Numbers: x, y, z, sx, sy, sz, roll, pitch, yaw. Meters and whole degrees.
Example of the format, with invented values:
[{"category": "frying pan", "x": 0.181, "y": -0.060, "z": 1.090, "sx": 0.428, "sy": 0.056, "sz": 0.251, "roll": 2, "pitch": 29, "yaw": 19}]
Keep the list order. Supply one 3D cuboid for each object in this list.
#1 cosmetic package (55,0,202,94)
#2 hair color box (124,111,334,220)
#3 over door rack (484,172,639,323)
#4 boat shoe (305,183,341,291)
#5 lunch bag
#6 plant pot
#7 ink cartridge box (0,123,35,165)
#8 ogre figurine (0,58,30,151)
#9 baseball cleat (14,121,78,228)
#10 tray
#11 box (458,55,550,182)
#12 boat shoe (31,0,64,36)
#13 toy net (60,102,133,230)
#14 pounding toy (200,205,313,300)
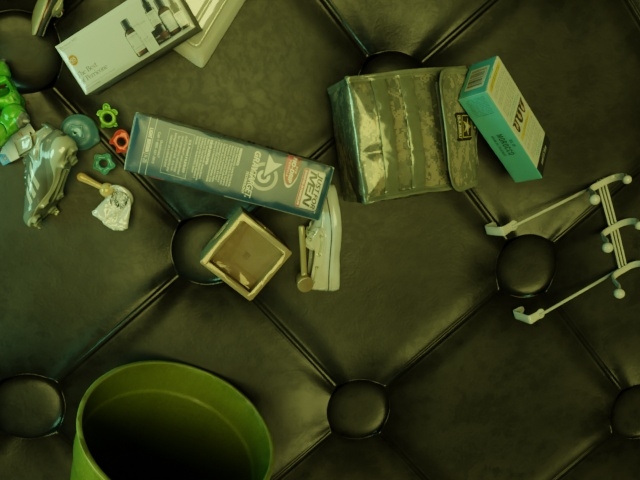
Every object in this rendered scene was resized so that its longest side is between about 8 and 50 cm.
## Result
[{"category": "cosmetic package", "x": -0.342, "y": -0.363, "z": 0.971, "sx": 0.238, "sy": 0.060, "sz": 0.099, "roll": -28, "pitch": 102, "yaw": 10}, {"category": "hair color box", "x": -0.163, "y": -0.138, "z": 1.004, "sx": 0.346, "sy": 0.174, "sz": 0.105, "roll": 14, "pitch": 100, "yaw": -10}, {"category": "over door rack", "x": 0.553, "y": 0.024, "z": 1.171, "sx": 0.324, "sy": 0.108, "sz": 0.240, "roll": -22, "pitch": 103, "yaw": -3}, {"category": "boat shoe", "x": 0.000, "y": 0.000, "z": 1.101, "sx": 0.075, "sy": 0.083, "sz": 0.227, "roll": -4, "pitch": 103, "yaw": -8}, {"category": "lunch bag", "x": 0.180, "y": -0.203, "z": 1.045, "sx": 0.286, "sy": 0.169, "sz": 0.236, "roll": -10, "pitch": 99, "yaw": -14}, {"category": "plant pot", "x": -0.325, "y": 0.488, "z": 1.048, "sx": 0.366, "sy": 0.366, "sz": 0.353, "roll": 23, "pitch": 110, "yaw": -12}, {"category": "ink cartridge box", "x": -0.564, "y": -0.181, "z": 1.014, "sx": 0.083, "sy": 0.028, "sz": 0.048, "roll": -27, "pitch": 105, "yaw": -2}, {"category": "ogre figurine", "x": -0.590, "y": -0.242, "z": 0.960, "sx": 0.118, "sy": 0.097, "sz": 0.197, "roll": -25, "pitch": 60, "yaw": -7}, {"category": "baseball cleat", "x": -0.520, "y": -0.124, "z": 1.003, "sx": 0.109, "sy": 0.072, "sz": 0.206, "roll": 36, "pitch": 111, "yaw": -2}, {"category": "tray", "x": -0.210, "y": -0.476, "z": 1.002, "sx": 0.145, "sy": 0.030, "sz": 0.270, "roll": 32, "pitch": 96, "yaw": -12}, {"category": "box", "x": 0.364, "y": -0.230, "z": 1.058, "sx": 0.244, "sy": 0.060, "sz": 0.101, "roll": 43, "pitch": 58, "yaw": -32}, {"category": "boat shoe", "x": -0.477, "y": -0.426, "z": 0.969, "sx": 0.043, "sy": 0.049, "sz": 0.137, "roll": 16, "pitch": 101, "yaw": -51}, {"category": "toy net", "x": -0.405, "y": -0.135, "z": 1.040, "sx": 0.122, "sy": 0.045, "sz": 0.233, "roll": -19, "pitch": 105, "yaw": -6}, {"category": "pounding toy", "x": -0.103, "y": 0.027, "z": 1.089, "sx": 0.206, "sy": 0.094, "sz": 0.181, "roll": 40, "pitch": 92, "yaw": -17}]
